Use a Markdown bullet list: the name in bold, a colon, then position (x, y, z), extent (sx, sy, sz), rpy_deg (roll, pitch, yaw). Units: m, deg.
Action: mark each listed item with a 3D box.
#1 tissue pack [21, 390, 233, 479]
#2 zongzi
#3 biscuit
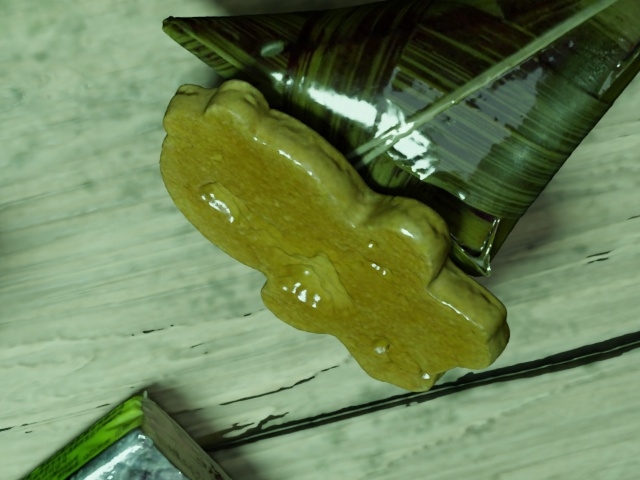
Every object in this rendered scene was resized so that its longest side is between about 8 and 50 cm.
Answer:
- **tissue pack**: position (-0.154, 0.232, 1.199), extent (0.235, 0.073, 0.173), rpy_deg (-36, 115, 10)
- **zongzi**: position (0.074, -0.139, 1.047), extent (0.241, 0.111, 0.247), rpy_deg (38, 100, -15)
- **biscuit**: position (0.001, -0.002, 1.082), extent (0.249, 0.035, 0.184), rpy_deg (40, 149, -10)
